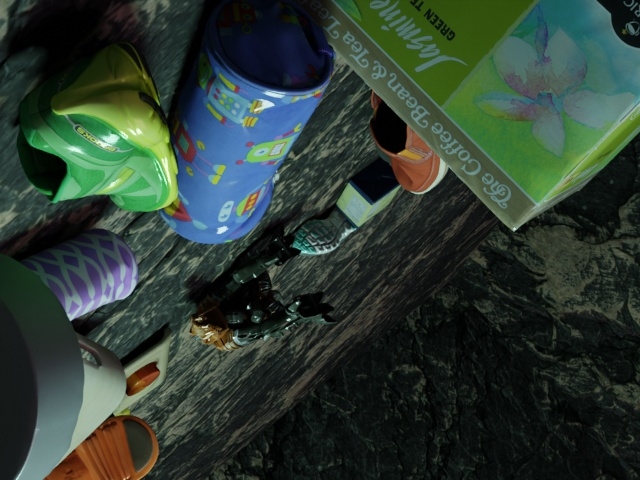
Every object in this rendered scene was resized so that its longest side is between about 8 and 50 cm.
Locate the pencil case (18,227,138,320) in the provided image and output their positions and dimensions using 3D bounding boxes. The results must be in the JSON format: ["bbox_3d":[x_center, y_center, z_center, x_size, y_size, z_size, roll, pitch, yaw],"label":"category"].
[{"bbox_3d":[-0.273,0.058,1.274,0.206,0.086,0.088,-30,139,-48],"label":"pencil case"}]

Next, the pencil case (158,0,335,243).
[{"bbox_3d":[-0.076,-0.111,1.252,0.133,0.119,0.306,-11,156,-23],"label":"pencil case"}]

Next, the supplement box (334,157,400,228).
[{"bbox_3d":[0.081,-0.078,2.108,0.083,0.056,0.083,-36,167,-34],"label":"supplement box"}]

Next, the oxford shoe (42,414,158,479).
[{"bbox_3d":[-0.407,0.365,1.821,0.363,0.130,0.133,-17,170,-35],"label":"oxford shoe"}]

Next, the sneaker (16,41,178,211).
[{"bbox_3d":[-0.189,-0.087,1.067,0.123,0.109,0.295,-16,169,-5],"label":"sneaker"}]

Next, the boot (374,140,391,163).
[{"bbox_3d":[0.201,-0.192,1.989,0.236,0.085,0.178,-13,-156,7],"label":"boot"}]

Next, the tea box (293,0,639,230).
[{"bbox_3d":[0.203,-0.246,1.193,0.323,0.329,0.220,-50,168,28],"label":"tea box"}]

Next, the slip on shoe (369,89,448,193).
[{"bbox_3d":[0.115,-0.157,1.777,0.101,0.123,0.331,-33,159,-11],"label":"slip on shoe"}]

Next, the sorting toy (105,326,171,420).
[{"bbox_3d":[-0.319,0.262,2.003,0.229,0.041,0.307,-39,168,-21],"label":"sorting toy"}]

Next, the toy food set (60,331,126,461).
[{"bbox_3d":[-0.393,0.228,1.546,0.306,0.092,0.220,-44,158,-2],"label":"toy food set"}]

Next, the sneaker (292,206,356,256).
[{"bbox_3d":[0.000,0.000,2.111,0.076,0.065,0.166,-46,168,36],"label":"sneaker"}]

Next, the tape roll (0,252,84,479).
[{"bbox_3d":[-0.303,0.113,1.034,0.219,0.219,0.072,-47,170,18],"label":"tape roll"}]

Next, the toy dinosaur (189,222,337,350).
[{"bbox_3d":[-0.110,0.111,1.943,0.218,0.164,0.322,-30,-165,17],"label":"toy dinosaur"}]
